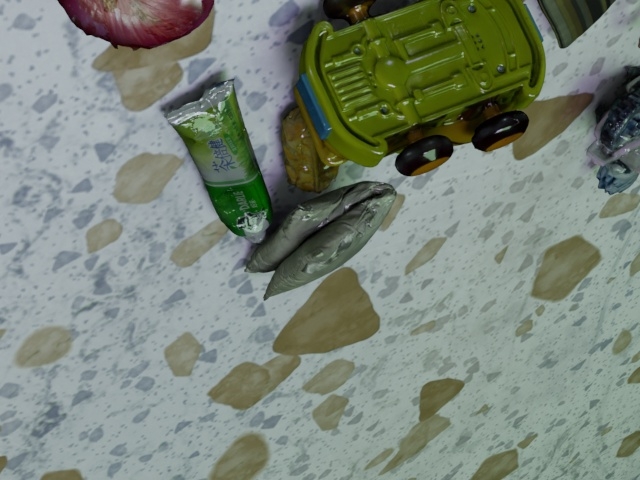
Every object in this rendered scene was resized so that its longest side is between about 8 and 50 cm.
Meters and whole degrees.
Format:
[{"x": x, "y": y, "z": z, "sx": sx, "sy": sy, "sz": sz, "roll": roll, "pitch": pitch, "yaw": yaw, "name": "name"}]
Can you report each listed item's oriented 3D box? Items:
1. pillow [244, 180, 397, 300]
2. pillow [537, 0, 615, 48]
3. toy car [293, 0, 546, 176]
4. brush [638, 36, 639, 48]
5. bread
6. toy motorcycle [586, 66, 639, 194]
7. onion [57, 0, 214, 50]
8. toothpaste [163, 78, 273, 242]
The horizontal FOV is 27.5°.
[{"x": 0.000, "y": 0.000, "z": 1.457, "sx": 0.134, "sy": 0.077, "sz": 0.181, "roll": -30, "pitch": 174, "yaw": -30, "name": "pillow"}, {"x": 0.310, "y": -0.324, "z": 1.417, "sx": 0.212, "sy": 0.052, "sz": 0.208, "roll": -47, "pitch": 153, "yaw": 3, "name": "pillow"}, {"x": 0.092, "y": -0.159, "z": 1.303, "sx": 0.248, "sy": 0.200, "sz": 0.142, "roll": -18, "pitch": 171, "yaw": -16, "name": "toy car"}, {"x": 0.425, "y": -0.321, "z": 1.514, "sx": 0.103, "sy": 0.047, "sz": 0.233, "roll": -36, "pitch": 159, "yaw": -50, "name": "brush"}, {"x": -0.007, "y": -0.103, "z": 1.380, "sx": 0.066, "sy": 0.060, "sz": 0.110, "roll": -1, "pitch": 143, "yaw": 2, "name": "bread"}, {"x": 0.411, "y": -0.127, "z": 1.714, "sx": 0.239, "sy": 0.108, "sz": 0.204, "roll": -11, "pitch": 139, "yaw": -36, "name": "toy motorcycle"}, {"x": -0.139, "y": -0.235, "z": 1.042, "sx": 0.140, "sy": 0.150, "sz": 0.150, "roll": -58, "pitch": 172, "yaw": -50, "name": "onion"}, {"x": -0.094, "y": -0.071, "z": 1.348, "sx": 0.078, "sy": 0.047, "sz": 0.248, "roll": -29, "pitch": 145, "yaw": -7, "name": "toothpaste"}]
